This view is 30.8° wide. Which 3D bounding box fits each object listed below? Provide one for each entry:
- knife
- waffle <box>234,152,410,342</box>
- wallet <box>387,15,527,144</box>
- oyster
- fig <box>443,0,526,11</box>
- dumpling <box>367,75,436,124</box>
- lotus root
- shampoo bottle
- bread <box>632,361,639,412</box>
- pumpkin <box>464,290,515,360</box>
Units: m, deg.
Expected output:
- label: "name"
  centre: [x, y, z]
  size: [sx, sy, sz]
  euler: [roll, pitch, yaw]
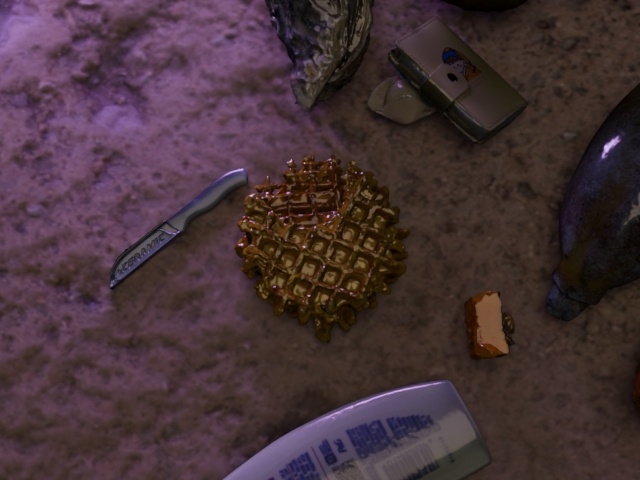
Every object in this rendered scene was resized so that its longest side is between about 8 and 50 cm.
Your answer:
- label: "knife"
  centre: [-0.169, -0.017, 1.357]
  size: [0.210, 0.015, 0.028]
  euler: [-38, 87, -7]
- label: "waffle"
  centre: [0.000, 0.000, 1.326]
  size: [0.193, 0.070, 0.197]
  euler: [-39, 81, -7]
- label: "wallet"
  centre: [0.159, -0.186, 1.366]
  size: [0.155, 0.039, 0.110]
  euler: [45, 46, 9]
- label: "oyster"
  centre: [-0.016, -0.316, 1.343]
  size: [0.158, 0.162, 0.350]
  euler: [-13, 76, 18]
- label: "fig"
  centre: [0.199, -0.394, 1.283]
  size: [0.217, 0.321, 0.216]
  euler: [1, 77, -5]
- label: "dumpling"
  centre: [0.100, -0.167, 1.381]
  size: [0.076, 0.057, 0.052]
  euler: [-25, 117, 17]
- label: "lotus root"
  centre: [0.357, -0.049, 1.305]
  size: [0.158, 0.140, 0.322]
  euler: [35, 83, 6]
- label: "shampoo bottle"
  centre: [-0.001, 0.268, 1.267]
  size: [0.360, 0.078, 0.134]
  euler: [-27, 76, -5]
- label: "bread"
  centre: [0.484, 0.081, 1.275]
  size: [0.195, 0.149, 0.344]
  euler: [30, 80, 17]
- label: "pumpkin"
  centre: [0.191, 0.096, 1.302]
  size: [0.054, 0.083, 0.074]
  euler: [-5, 82, 2]
